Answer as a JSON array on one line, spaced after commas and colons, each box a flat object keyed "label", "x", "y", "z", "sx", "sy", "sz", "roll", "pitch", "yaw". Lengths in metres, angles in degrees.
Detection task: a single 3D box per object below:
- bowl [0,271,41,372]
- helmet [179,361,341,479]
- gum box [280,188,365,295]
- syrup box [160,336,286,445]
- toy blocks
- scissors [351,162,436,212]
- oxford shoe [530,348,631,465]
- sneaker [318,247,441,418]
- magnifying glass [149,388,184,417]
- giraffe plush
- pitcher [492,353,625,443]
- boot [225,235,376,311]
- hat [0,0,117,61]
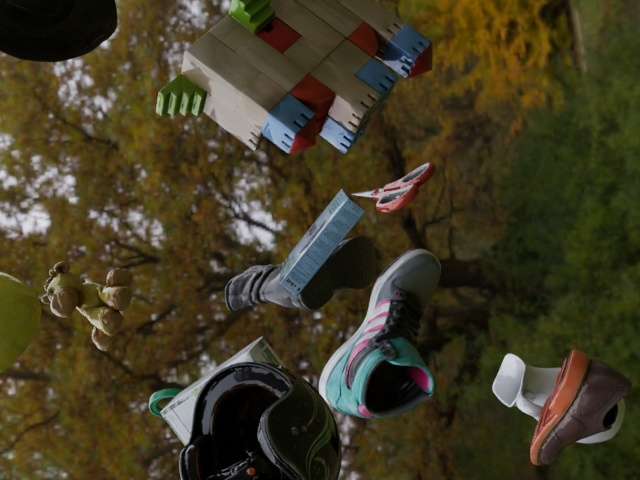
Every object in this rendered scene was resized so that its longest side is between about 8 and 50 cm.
[{"label": "bowl", "x": -0.767, "y": 0.160, "z": 1.940, "sx": 0.156, "sy": 0.289, "sz": 0.289, "roll": 65, "pitch": -158, "yaw": -44}, {"label": "helmet", "x": -0.058, "y": 0.213, "z": 0.942, "sx": 0.161, "sy": 0.169, "sz": 0.169, "roll": -78, "pitch": -26, "yaw": -62}, {"label": "gum box", "x": 0.000, "y": 0.000, "z": 1.581, "sx": 0.041, "sy": 0.184, "sz": 0.157, "roll": 39, "pitch": -175, "yaw": -8}, {"label": "syrup box", "x": -0.183, "y": 0.294, "z": 1.753, "sx": 0.093, "sy": 0.237, "sz": 0.096, "roll": 54, "pitch": -162, "yaw": -2}, {"label": "toy blocks", "x": -0.011, "y": -0.246, "z": 1.317, "sx": 0.381, "sy": 0.261, "sz": 0.191, "roll": -48, "pitch": -8, "yaw": -32}, {"label": "scissors", "x": 0.093, "y": -0.074, "z": 1.524, "sx": 0.021, "sy": 0.297, "sz": 0.109, "roll": 48, "pitch": -114, "yaw": -15}, {"label": "oxford shoe", "x": 0.373, "y": 0.266, "z": 1.322, "sx": 0.271, "sy": 0.098, "sz": 0.097, "roll": 93, "pitch": -159, "yaw": -53}, {"label": "sneaker", "x": 0.126, "y": 0.154, "z": 1.403, "sx": 0.124, "sy": 0.178, "sz": 0.295, "roll": 35, "pitch": -95, "yaw": -28}, {"label": "magnifying glass", "x": -0.246, "y": 0.344, "z": 1.913, "sx": 0.092, "sy": 0.231, "sz": 0.026, "roll": 89, "pitch": 177, "yaw": -48}, {"label": "giraffe plush", "x": -0.527, "y": 0.125, "z": 2.017, "sx": 0.181, "sy": 0.170, "sz": 0.210, "roll": -67, "pitch": 21, "yaw": 7}, {"label": "pitcher", "x": 0.419, "y": 0.284, "z": 1.564, "sx": 0.178, "sy": 0.207, "sz": 0.125, "roll": -90, "pitch": 21, "yaw": -74}, {"label": "boot", "x": -0.040, "y": 0.067, "z": 1.955, "sx": 0.338, "sy": 0.222, "sz": 0.118, "roll": -16, "pitch": -80, "yaw": -55}, {"label": "hat", "x": -0.416, "y": -0.410, "z": 1.253, "sx": 0.331, "sy": 0.134, "sz": 0.331, "roll": 21, "pitch": -135, "yaw": -22}]
